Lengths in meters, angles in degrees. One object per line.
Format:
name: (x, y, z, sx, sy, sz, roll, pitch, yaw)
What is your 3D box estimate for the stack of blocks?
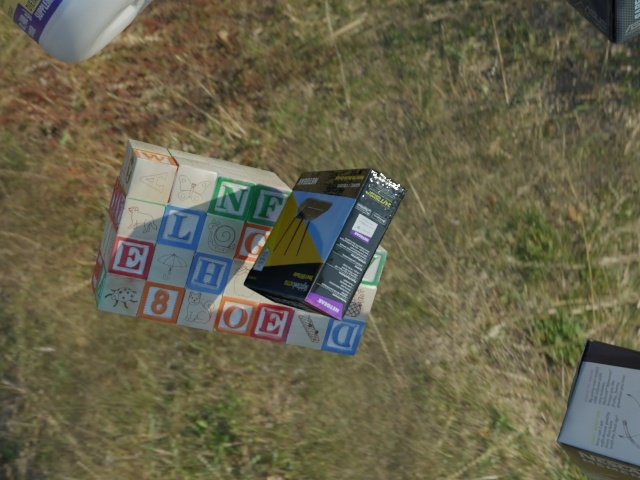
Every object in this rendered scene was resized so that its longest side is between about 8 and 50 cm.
stack of blocks: (-0.084, 0.010, 1.198, 0.297, 0.087, 0.171, 13, 104, -20)

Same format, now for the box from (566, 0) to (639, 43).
box: (0.232, -0.322, 1.026, 0.059, 0.183, 0.232, -27, 50, -8)

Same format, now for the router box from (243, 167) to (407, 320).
router box: (0.000, 0.000, 1.025, 0.046, 0.179, 0.133, 30, 81, -19)

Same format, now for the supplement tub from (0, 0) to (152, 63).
supplement tub: (-0.254, -0.342, 0.919, 0.331, 0.241, 0.241, 43, 90, -10)

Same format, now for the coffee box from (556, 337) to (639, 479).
coffee box: (0.410, 0.210, 1.100, 0.297, 0.168, 0.119, 13, 73, 29)
